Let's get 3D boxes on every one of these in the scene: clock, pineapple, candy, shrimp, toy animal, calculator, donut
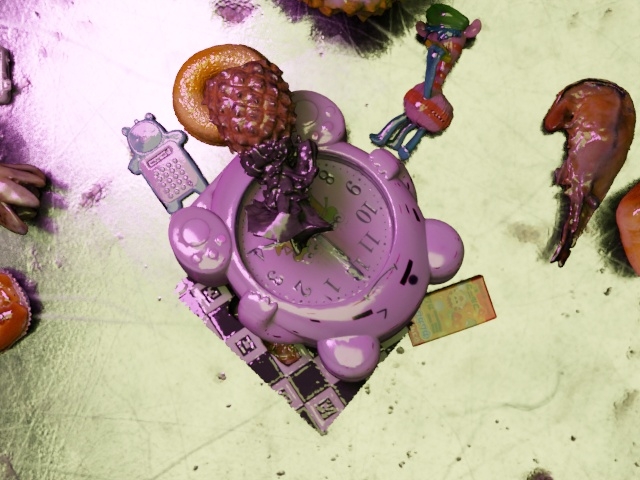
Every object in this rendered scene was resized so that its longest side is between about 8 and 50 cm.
[{"bbox_3d":[0.000,0.000,1.545,0.322,0.113,0.295,40,80,9],"label":"clock"},{"bbox_3d":[-0.060,-0.096,1.461,0.119,0.111,0.237,-26,82,25],"label":"pineapple"},{"bbox_3d":[0.170,0.093,1.596,0.121,0.038,0.062,-19,89,4],"label":"candy"},{"bbox_3d":[0.330,-0.091,1.574,0.117,0.066,0.262,24,77,18],"label":"shrimp"},{"bbox_3d":[0.139,-0.207,1.567,0.100,0.103,0.208,28,96,12],"label":"toy animal"},{"bbox_3d":[-0.215,-0.108,1.633,0.094,0.019,0.141,-34,88,6],"label":"calculator"},{"bbox_3d":[-0.130,-0.198,1.609,0.151,0.058,0.152,0,90,2],"label":"donut"}]

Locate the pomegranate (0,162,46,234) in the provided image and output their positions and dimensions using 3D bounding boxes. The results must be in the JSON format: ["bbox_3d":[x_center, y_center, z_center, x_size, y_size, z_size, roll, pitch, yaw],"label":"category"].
[{"bbox_3d":[-0.516,-0.109,1.554,0.305,0.242,0.243,0,90,-4],"label":"pomegranate"}]

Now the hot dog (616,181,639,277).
[{"bbox_3d":[0.500,-0.039,1.516,0.256,0.153,0.150,-23,93,6],"label":"hot dog"}]

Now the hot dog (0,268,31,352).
[{"bbox_3d":[-0.481,0.120,1.636,0.191,0.059,0.108,-34,84,6],"label":"hot dog"}]

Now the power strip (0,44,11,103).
[{"bbox_3d":[-0.517,-0.224,1.646,0.192,0.035,0.082,-4,89,4],"label":"power strip"}]

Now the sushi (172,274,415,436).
[{"bbox_3d":[-0.041,0.099,1.601,0.279,0.043,0.192,40,80,10],"label":"sushi"}]

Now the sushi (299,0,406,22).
[{"bbox_3d":[0.010,-0.471,1.478,0.396,0.240,0.351,43,105,-5],"label":"sushi"}]
